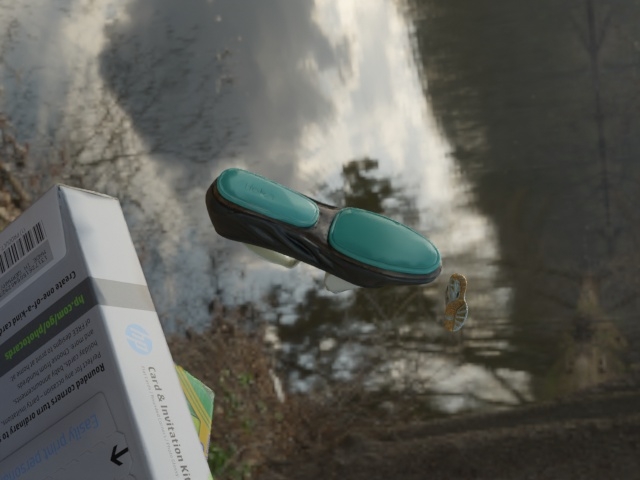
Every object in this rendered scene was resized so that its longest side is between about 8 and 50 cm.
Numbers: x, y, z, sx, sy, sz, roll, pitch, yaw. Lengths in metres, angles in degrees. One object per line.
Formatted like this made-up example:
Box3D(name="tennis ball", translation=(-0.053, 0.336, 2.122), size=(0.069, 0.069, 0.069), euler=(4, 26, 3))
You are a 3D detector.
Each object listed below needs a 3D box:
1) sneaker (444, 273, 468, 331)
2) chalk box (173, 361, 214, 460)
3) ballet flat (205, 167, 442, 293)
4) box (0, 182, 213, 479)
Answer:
Box3D(name="sneaker", translation=(0.189, 0.090, 1.287), size=(0.037, 0.032, 0.083), euler=(104, -3, -73))
Box3D(name="chalk box", translation=(-0.197, 0.148, 0.737), size=(0.213, 0.132, 0.132), euler=(50, 37, -51))
Box3D(name="ballet flat", translation=(0.000, 0.000, 1.061), size=(0.095, 0.281, 0.096), euler=(-61, 172, -45))
Box3D(name="box", translation=(-0.115, 0.093, 0.374), size=(0.038, 0.145, 0.186), euler=(15, 46, -54))
